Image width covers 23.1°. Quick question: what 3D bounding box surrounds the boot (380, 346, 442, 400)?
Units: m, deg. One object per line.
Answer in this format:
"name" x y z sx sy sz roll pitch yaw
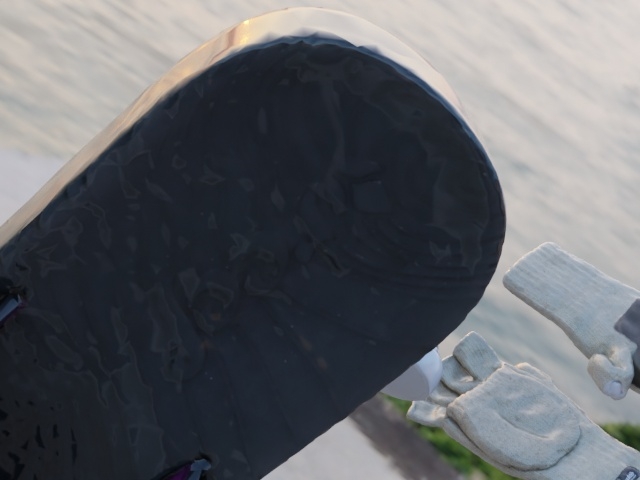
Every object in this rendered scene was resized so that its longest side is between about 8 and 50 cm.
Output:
"boot" 0.000 0.000 1.111 0.258 0.095 0.123 33 60 15

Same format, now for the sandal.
"sandal" -0.122 0.099 0.555 0.167 0.446 0.107 37 22 -18

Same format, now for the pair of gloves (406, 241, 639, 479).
"pair of gloves" 0.205 0.112 1.235 0.204 0.042 0.240 29 47 19
